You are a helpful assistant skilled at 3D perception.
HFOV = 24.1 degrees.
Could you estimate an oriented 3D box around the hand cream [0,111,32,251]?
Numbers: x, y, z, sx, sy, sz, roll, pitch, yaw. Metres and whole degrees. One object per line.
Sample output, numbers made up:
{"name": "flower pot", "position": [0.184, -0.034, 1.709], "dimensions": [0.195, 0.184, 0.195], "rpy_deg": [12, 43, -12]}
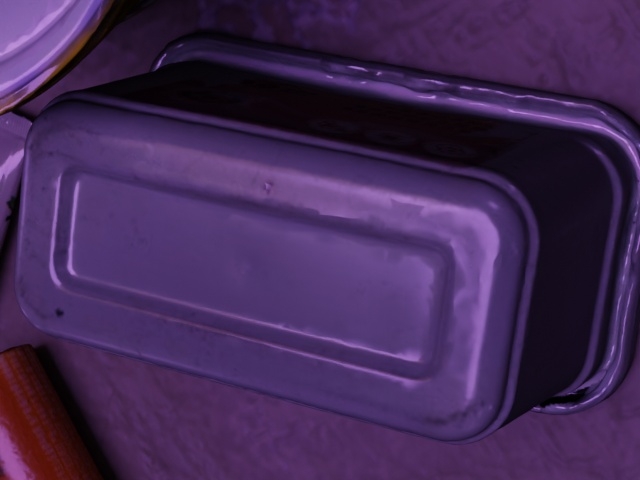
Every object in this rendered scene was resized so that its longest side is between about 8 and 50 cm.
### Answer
{"name": "hand cream", "position": [-0.243, 0.020, 0.972], "dimensions": [0.080, 0.050, 0.234], "rpy_deg": [24, 104, 23]}

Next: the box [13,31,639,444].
{"name": "box", "position": [0.000, 0.000, 0.777], "dimensions": [0.311, 0.182, 0.175], "rpy_deg": [13, 104, 22]}

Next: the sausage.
{"name": "sausage", "position": [-0.160, 0.181, 0.945], "dimensions": [0.071, 0.071, 0.234], "rpy_deg": [-31, 85, 26]}

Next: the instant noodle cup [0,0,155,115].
{"name": "instant noodle cup", "position": [-0.193, -0.206, 0.725], "dimensions": [0.325, 0.254, 0.326], "rpy_deg": [0, 116, 0]}
